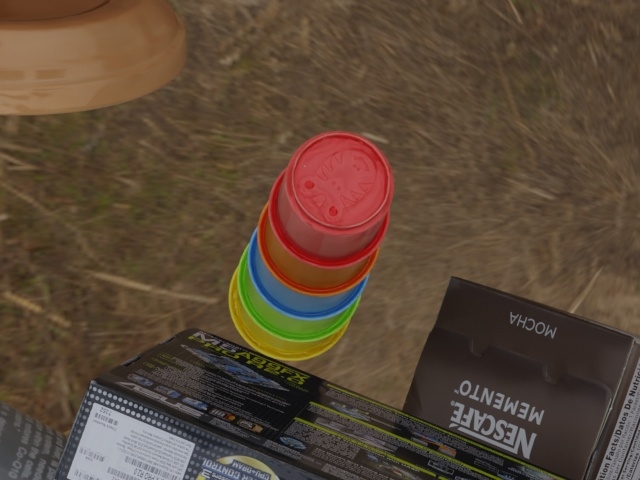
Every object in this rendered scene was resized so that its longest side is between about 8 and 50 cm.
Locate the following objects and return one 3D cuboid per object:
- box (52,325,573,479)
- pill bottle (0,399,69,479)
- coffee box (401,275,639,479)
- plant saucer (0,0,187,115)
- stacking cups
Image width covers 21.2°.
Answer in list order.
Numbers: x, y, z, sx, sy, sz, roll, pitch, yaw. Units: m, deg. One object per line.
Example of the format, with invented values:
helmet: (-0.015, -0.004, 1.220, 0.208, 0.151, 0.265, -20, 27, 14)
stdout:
box: (0.016, 0.134, 0.928, 0.270, 0.216, 0.060, 22, 97, 7)
pill bottle: (-0.208, 0.183, 1.050, 0.283, 0.161, 0.161, 30, 96, -14)
coffee box: (0.222, 0.129, 1.225, 0.168, 0.297, 0.119, 20, 91, 46)
plant saucer: (-0.165, -0.117, 0.857, 0.200, 0.200, 0.037, 12, 116, 10)
stacking cups: (0.000, 0.000, 1.124, 0.096, 0.316, 0.096, 2, 73, -8)
